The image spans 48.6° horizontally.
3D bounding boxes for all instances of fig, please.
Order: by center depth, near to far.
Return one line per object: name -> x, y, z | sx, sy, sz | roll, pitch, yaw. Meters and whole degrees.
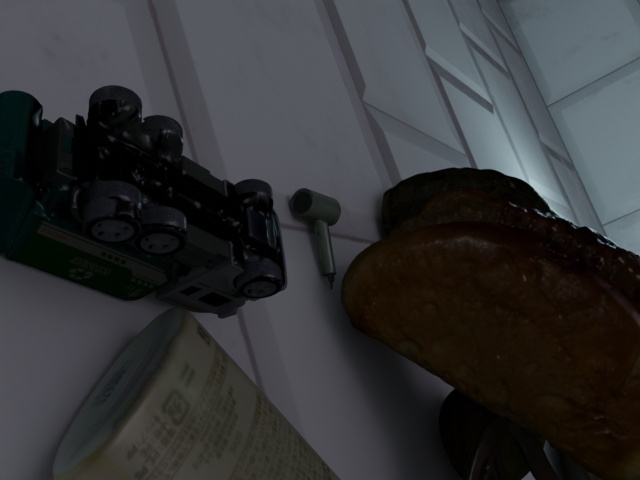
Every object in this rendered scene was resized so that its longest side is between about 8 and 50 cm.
fig -> 0.224, 0.301, 0.916 | 0.149, 0.149, 0.245 | -2, 87, -60

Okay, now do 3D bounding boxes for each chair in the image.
chair -> 0.294, 0.348, 0.788 | 0.326, 0.183, 0.175 | 61, 43, -36

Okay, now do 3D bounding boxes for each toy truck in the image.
toy truck -> -0.138, -0.020, 0.544 | 0.253, 0.124, 0.114 | 32, 41, -47

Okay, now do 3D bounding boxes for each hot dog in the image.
hot dog -> 0.234, 0.075, 0.809 | 0.405, 0.223, 0.185 | 31, 10, 19

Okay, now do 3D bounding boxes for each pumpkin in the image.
pumpkin -> 0.265, 0.021, 1.088 | 0.325, 0.232, 0.242 | 62, 25, -8

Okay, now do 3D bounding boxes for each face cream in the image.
face cream -> -0.036, 0.223, 0.542 | 0.348, 0.081, 0.173 | 52, 30, -20

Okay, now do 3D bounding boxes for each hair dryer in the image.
hair dryer -> 0.000, 0.000, 0.864 | 0.063, 0.038, 0.124 | 17, 58, -52

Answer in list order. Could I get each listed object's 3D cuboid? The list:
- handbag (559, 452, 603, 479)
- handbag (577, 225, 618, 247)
handbag -> 0.523, 0.445, 1.266 | 0.316, 0.109, 0.253 | 41, 26, -36
handbag -> 0.395, 0.126, 1.154 | 0.093, 0.308, 0.253 | 8, 43, -13
